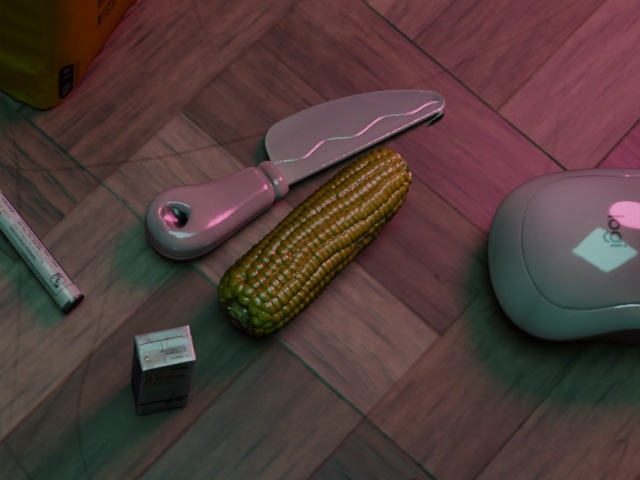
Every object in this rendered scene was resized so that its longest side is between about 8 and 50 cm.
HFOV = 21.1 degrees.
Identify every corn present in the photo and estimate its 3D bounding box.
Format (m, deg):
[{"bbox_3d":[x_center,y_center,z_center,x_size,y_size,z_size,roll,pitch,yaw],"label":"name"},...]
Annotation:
[{"bbox_3d":[0.000,0.000,1.590,0.080,0.080,0.231,44,67,11],"label":"corn"}]

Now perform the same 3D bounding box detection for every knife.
[{"bbox_3d":[-0.026,-0.079,1.652,0.336,0.043,0.081,-29,68,-25],"label":"knife"}]

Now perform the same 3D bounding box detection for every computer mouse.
[{"bbox_3d":[0.306,0.011,1.611,0.297,0.121,0.184,5,65,-5],"label":"computer mouse"}]

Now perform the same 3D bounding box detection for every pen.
[{"bbox_3d":[-0.286,-0.017,1.585,0.025,0.025,0.204,-34,75,-20],"label":"pen"}]

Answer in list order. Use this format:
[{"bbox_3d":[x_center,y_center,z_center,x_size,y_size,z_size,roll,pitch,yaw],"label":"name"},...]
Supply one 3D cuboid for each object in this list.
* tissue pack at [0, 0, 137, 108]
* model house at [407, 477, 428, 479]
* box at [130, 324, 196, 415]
[{"bbox_3d":[-0.253,-0.343,1.536,0.228,0.382,0.293,27,67,6],"label":"tissue pack"},{"bbox_3d":[0.095,0.341,1.442,0.188,0.122,0.229,35,80,-7],"label":"model house"},{"bbox_3d":[-0.138,0.114,1.500,0.051,0.117,0.036,-10,66,-15],"label":"box"}]
